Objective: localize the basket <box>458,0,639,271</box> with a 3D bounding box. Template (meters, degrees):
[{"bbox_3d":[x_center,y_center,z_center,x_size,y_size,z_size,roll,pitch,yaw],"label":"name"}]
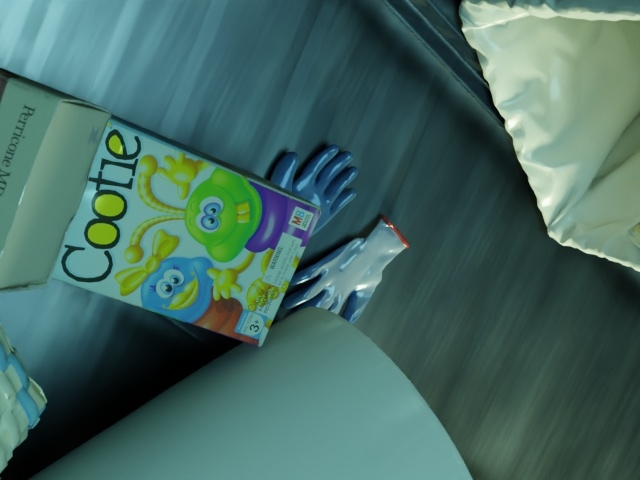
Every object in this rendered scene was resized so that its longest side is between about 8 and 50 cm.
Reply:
[{"bbox_3d":[0.375,-0.163,1.258,0.266,0.328,0.331,-38,119,-19],"label":"basket"}]

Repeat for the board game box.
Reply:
[{"bbox_3d":[-0.166,-0.026,1.095,0.275,0.144,0.142,22,94,-32],"label":"board game box"}]

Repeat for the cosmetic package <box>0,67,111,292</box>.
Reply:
[{"bbox_3d":[-0.326,-0.083,0.907,0.296,0.129,0.153,20,93,5],"label":"cosmetic package"}]

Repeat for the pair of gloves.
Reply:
[{"bbox_3d":[0.000,0.000,1.269,0.159,0.023,0.198,-45,122,-13],"label":"pair of gloves"}]

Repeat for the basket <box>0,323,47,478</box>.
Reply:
[{"bbox_3d":[-0.376,0.149,0.975,0.289,0.201,0.255,-47,127,-47],"label":"basket"}]

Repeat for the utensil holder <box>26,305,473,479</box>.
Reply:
[{"bbox_3d":[-0.084,0.288,1.133,0.385,0.327,0.328,-32,118,-20],"label":"utensil holder"}]
